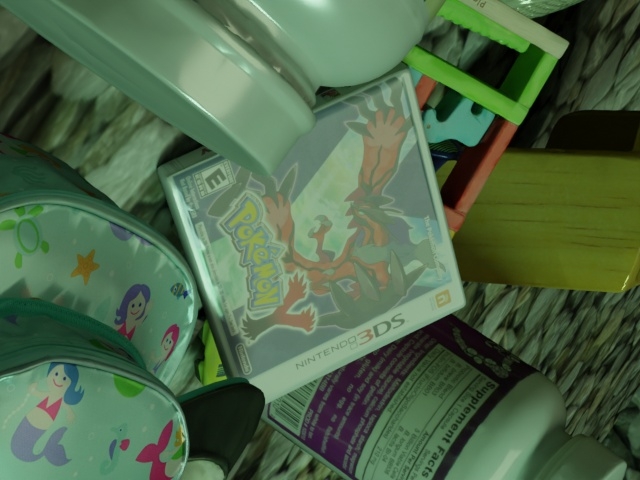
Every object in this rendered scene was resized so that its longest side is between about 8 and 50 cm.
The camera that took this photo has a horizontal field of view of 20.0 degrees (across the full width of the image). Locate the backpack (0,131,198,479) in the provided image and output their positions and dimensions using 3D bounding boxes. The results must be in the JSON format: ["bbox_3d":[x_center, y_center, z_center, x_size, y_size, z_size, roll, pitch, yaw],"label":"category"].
[{"bbox_3d":[-0.179,0.078,0.912,0.225,0.191,0.253,29,89,-50],"label":"backpack"}]

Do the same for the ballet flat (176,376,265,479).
[{"bbox_3d":[-0.145,0.179,1.161,0.280,0.096,0.095,-21,152,-22],"label":"ballet flat"}]

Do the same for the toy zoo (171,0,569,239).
[{"bbox_3d":[0.026,-0.054,1.266,0.192,0.030,0.293,24,101,-32],"label":"toy zoo"}]

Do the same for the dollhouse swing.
[{"bbox_3d":[0.250,-0.136,1.643,0.347,0.315,0.305,-21,112,-59],"label":"dollhouse swing"}]

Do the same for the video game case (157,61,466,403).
[{"bbox_3d":[0.000,0.000,1.242,0.183,0.023,0.201,-25,122,-14],"label":"video game case"}]

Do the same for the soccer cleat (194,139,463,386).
[{"bbox_3d":[0.004,0.023,1.364,0.289,0.121,0.093,-60,161,13],"label":"soccer cleat"}]

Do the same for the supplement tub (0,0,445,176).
[{"bbox_3d":[-0.010,-0.215,0.783,0.325,0.235,0.235,-55,161,-4],"label":"supplement tub"}]

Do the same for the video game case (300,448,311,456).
[{"bbox_3d":[0.034,0.118,1.741,0.143,0.019,0.157,-44,157,-32],"label":"video game case"}]

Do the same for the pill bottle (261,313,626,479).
[{"bbox_3d":[0.096,0.151,1.513,0.169,0.301,0.169,-47,159,-25],"label":"pill bottle"}]

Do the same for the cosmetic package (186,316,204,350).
[{"bbox_3d":[-0.159,0.065,1.138,0.099,0.060,0.239,-56,161,3],"label":"cosmetic package"}]

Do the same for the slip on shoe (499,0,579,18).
[{"bbox_3d":[0.250,-0.274,1.533,0.331,0.101,0.123,-33,-173,-26],"label":"slip on shoe"}]
